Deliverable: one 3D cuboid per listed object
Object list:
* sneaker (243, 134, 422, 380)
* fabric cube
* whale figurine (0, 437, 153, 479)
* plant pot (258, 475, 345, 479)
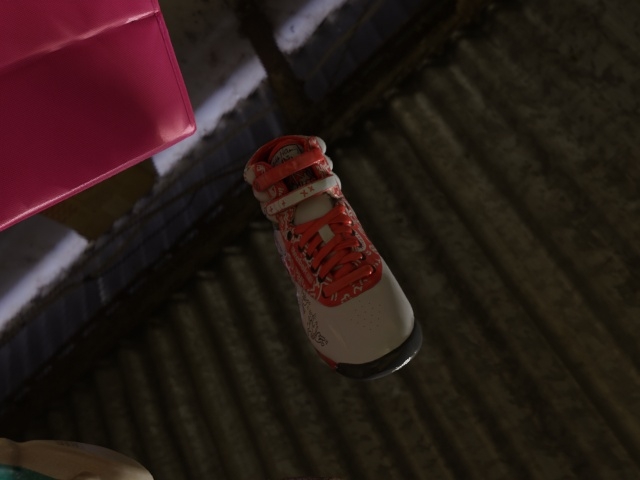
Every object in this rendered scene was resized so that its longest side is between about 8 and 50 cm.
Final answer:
[{"bbox_3d":[-0.001,0.000,0.823,0.090,0.145,0.270,-26,-151,-1],"label":"sneaker"},{"bbox_3d":[-0.320,-0.167,0.895,0.254,0.258,0.259,2,-63,41],"label":"fabric cube"},{"bbox_3d":[-0.398,0.387,1.461,0.216,0.272,0.141,2,-107,64],"label":"whale figurine"},{"bbox_3d":[0.010,0.355,1.090,0.110,0.237,0.237,-47,-127,14],"label":"plant pot"}]
